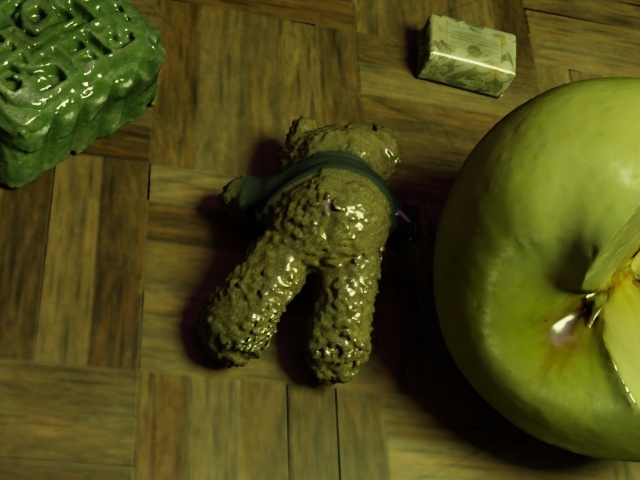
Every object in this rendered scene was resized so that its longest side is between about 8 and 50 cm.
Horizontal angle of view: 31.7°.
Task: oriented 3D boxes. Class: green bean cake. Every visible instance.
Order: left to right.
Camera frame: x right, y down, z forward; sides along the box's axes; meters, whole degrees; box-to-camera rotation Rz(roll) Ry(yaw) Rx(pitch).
[{"bbox_3d":[-0.244,-0.158,0.951,0.181,0.094,0.173,-34,73,-34],"label":"green bean cake"}]

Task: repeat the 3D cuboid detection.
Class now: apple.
[{"bbox_3d":[0.217,0.015,0.904,0.233,0.295,0.258,6,25,29],"label":"apple"}]

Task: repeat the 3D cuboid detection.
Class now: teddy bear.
[{"bbox_3d":[0.006,-0.009,0.919,0.182,0.129,0.251,19,55,-9],"label":"teddy bear"}]

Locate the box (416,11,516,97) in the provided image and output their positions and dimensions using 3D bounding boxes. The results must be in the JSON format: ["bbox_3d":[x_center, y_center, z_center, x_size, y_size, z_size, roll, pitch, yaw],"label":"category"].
[{"bbox_3d":[0.147,-0.186,1.137,0.098,0.045,0.062,11,56,-14],"label":"box"}]
